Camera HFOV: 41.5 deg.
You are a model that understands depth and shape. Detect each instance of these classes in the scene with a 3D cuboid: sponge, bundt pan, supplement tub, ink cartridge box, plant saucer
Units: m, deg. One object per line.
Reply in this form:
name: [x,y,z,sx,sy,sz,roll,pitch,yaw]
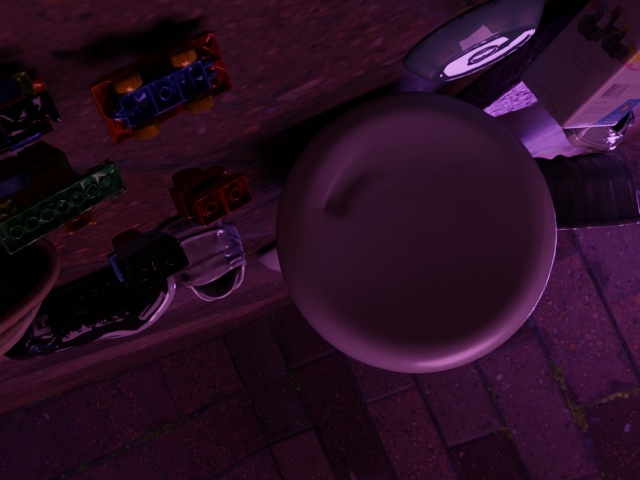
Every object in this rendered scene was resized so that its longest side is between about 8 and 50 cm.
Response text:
sponge: [0.221,-0.171,0.832,0.117,0.031,0.210,-20,173,-27]
bundt pan: [0.391,-0.086,1.485,0.330,0.124,0.331,-4,-176,0]
supplement tub: [0.082,0.006,0.853,0.241,0.241,0.331,-23,174,-2]
ink cartridge box: [0.259,-0.173,0.670,0.104,0.062,0.181,-11,151,-47]
plant saucer: [0.124,-0.154,0.660,0.119,0.021,0.119,-24,174,-3]

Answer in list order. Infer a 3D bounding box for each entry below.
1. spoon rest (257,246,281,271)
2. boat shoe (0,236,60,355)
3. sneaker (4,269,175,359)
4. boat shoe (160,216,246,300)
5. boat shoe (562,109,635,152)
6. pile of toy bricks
spoon rest: [0.000,0.000,1.364,0.137,0.084,0.276,-18,-175,-36]
boat shoe: [-0.314,0.066,0.513,0.110,0.122,0.341,-34,179,38]
sneaker: [-0.277,0.089,0.964,0.216,0.079,0.121,-24,176,20]
boat shoe: [-0.131,0.029,0.978,0.095,0.084,0.258,-24,174,0]
boat shoe: [0.465,-0.191,1.365,0.081,0.079,0.227,-23,173,37]
pile of toy bricks: [-0.146,-0.028,0.430,0.212,0.118,0.105,-31,-150,-24]
